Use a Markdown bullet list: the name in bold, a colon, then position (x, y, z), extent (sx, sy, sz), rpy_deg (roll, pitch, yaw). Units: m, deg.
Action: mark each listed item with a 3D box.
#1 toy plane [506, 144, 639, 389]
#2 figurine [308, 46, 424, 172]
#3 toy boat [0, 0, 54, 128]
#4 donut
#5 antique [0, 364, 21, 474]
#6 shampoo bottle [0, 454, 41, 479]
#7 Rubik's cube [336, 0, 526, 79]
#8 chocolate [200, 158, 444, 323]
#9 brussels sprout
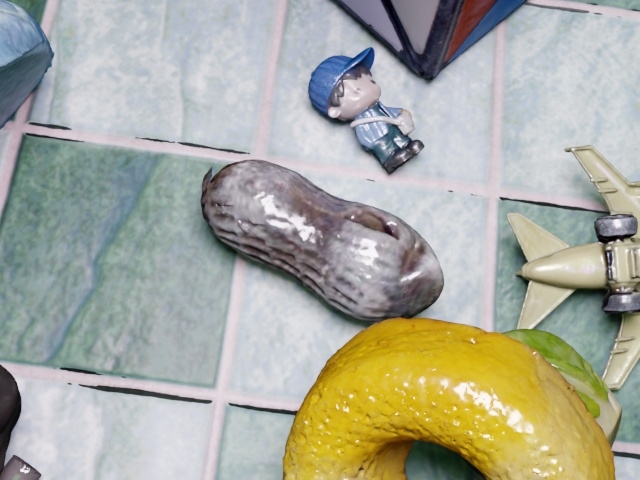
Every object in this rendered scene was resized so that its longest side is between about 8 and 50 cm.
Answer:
- **toy plane**: position (0.311, 0.022, 0.853), extent (0.256, 0.104, 0.242), rpy_deg (-5, 85, 0)
- **figurine**: position (0.045, -0.134, 0.910), extent (0.077, 0.079, 0.136), rpy_deg (-36, 97, -38)
- **toy boat**: position (-0.360, -0.126, 0.754), extent (0.123, 0.215, 0.330), rpy_deg (39, 33, -11)
- **donut**: position (0.092, 0.197, 0.693), extent (0.277, 0.108, 0.278), rpy_deg (1, 93, 20)
- **antique**: position (-0.407, 0.143, 0.687), extent (0.322, 0.185, 0.255), rpy_deg (40, 65, 2)
- **shampoo bottle**: position (-0.304, 0.260, 0.739), extent (0.080, 0.040, 0.165), rpy_deg (33, 71, 12)
- **Rubik's cube**: position (0.120, -0.405, 0.880), extent (0.305, 0.307, 0.310), rpy_deg (-40, 76, -15)
- **chocolate**: position (0.000, 0.000, 0.830), extent (0.248, 0.110, 0.110), rpy_deg (30, 70, 10)
- **brussels sprout**: position (0.188, 0.153, 0.778), extent (0.155, 0.117, 0.155), rpy_deg (-6, 60, 10)
